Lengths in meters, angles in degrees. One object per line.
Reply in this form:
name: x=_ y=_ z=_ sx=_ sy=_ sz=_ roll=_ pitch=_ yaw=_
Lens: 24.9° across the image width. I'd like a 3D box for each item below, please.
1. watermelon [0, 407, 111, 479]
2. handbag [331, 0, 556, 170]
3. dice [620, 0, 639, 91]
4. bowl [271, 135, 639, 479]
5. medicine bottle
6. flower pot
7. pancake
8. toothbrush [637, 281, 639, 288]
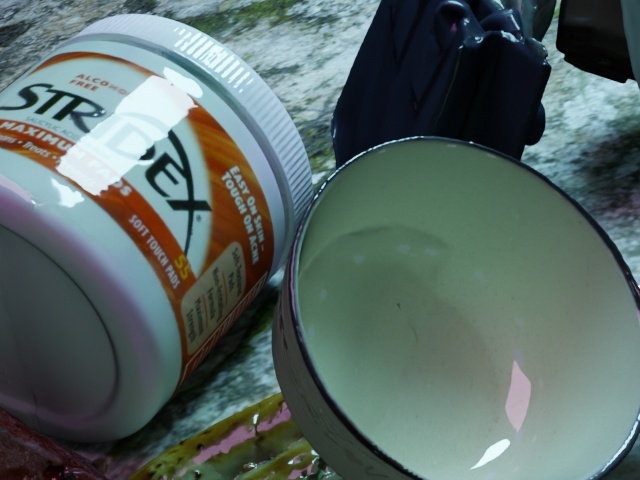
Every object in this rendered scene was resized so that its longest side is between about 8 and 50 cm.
watermelon: x=-0.226 y=0.145 z=1.036 sx=0.158 sy=0.121 sz=0.098 roll=-14 pitch=7 yaw=6
handbag: x=0.098 y=-0.119 z=1.123 sx=0.118 sy=0.269 sz=0.325 roll=14 pitch=29 yaw=-11
dice: x=0.385 y=-0.133 z=0.835 sx=0.328 sy=0.348 sz=0.330 roll=-19 pitch=40 yaw=-6
bowl: x=0.070 y=0.066 z=0.886 sx=0.238 sy=0.238 sz=0.126 roll=-44 pitch=-3 yaw=-36
medicine bottle: x=-0.169 y=-0.010 z=1.106 sx=0.252 sy=0.252 sz=0.241 roll=0 pitch=35 yaw=34
flower pot: x=0.287 y=-0.155 z=1.117 sx=0.251 sy=0.084 sz=0.179 roll=18 pitch=-2 yaw=6
pancake: x=-0.073 y=0.182 z=0.919 sx=0.376 sy=0.054 sz=0.197 roll=-37 pitch=33 yaw=-24
toothbrush: x=0.318 y=0.004 z=0.978 sx=0.386 sy=0.040 sz=0.040 roll=-21 pitch=28 yaw=-1
